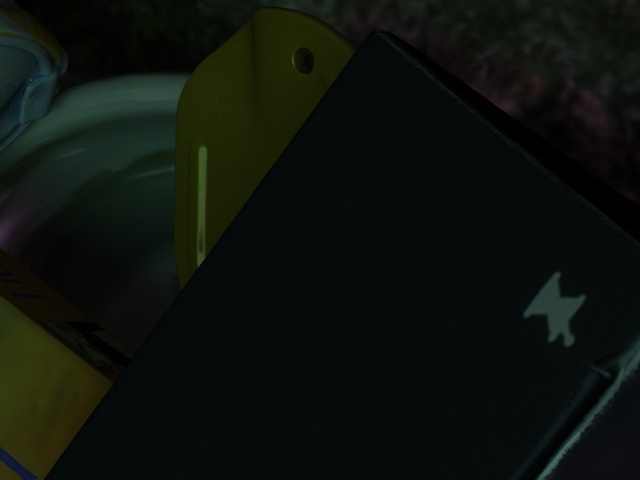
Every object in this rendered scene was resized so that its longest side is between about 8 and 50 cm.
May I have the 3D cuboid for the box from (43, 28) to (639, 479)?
[{"bbox_3d":[0.110,0.158,0.661,0.395,0.212,0.293,31,101,-36],"label":"box"}]

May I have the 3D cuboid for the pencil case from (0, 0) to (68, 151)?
[{"bbox_3d":[-0.234,-0.152,0.801,0.273,0.124,0.113,53,158,21],"label":"pencil case"}]

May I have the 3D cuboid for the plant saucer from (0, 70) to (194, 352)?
[{"bbox_3d":[-0.047,0.097,0.887,0.400,0.100,0.400,5,110,16],"label":"plant saucer"}]

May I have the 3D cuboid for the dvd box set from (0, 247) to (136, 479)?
[{"bbox_3d":[-0.283,0.102,0.838,0.420,0.062,0.307,35,101,24],"label":"dvd box set"}]

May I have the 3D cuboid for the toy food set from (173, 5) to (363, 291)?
[{"bbox_3d":[0.000,0.000,0.753,0.128,0.071,0.218,18,113,37],"label":"toy food set"}]
